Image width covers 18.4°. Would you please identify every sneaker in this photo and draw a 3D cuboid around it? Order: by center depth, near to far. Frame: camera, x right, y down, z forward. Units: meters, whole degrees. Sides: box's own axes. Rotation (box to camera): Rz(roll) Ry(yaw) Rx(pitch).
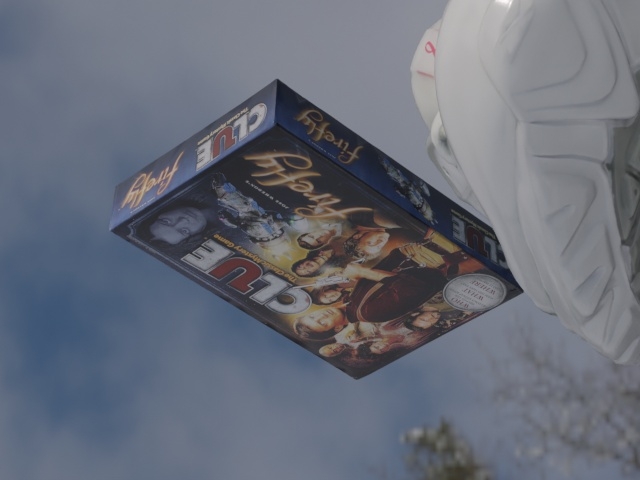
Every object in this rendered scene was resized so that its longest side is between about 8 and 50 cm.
[{"bbox_3d":[0.061,-0.027,0.497,0.115,0.090,0.232,29,-1,25],"label":"sneaker"}]

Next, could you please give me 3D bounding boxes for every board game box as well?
[{"bbox_3d":[0.000,0.000,1.363,0.243,0.042,0.165,32,-47,-32],"label":"board game box"}]
